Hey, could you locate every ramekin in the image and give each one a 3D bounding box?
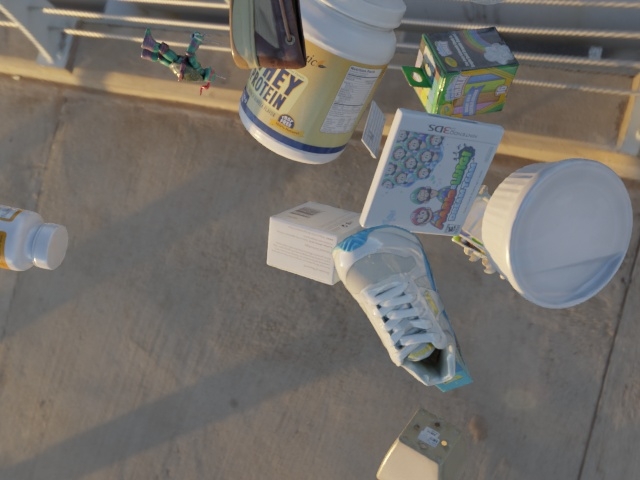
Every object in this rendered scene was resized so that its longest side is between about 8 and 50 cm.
[{"bbox_3d":[0.423,-0.021,1.152,0.272,0.273,0.127,-66,23,5],"label":"ramekin"}]

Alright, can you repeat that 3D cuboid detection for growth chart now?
[{"bbox_3d":[0.394,-0.024,1.470,0.237,0.021,0.172,40,120,-4],"label":"growth chart"}]

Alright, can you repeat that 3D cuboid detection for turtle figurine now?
[{"bbox_3d":[-0.362,-0.488,1.689,0.175,0.234,0.118,134,150,-59],"label":"turtle figurine"}]

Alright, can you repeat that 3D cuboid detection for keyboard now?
[{"bbox_3d":[0.160,-0.332,1.849,0.014,0.256,0.072,-21,120,26],"label":"keyboard"}]

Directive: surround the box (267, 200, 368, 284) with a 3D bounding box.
[{"bbox_3d":[0.000,0.000,1.439,0.182,0.181,0.119,16,113,26],"label":"box"}]

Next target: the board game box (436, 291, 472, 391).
[{"bbox_3d":[0.218,0.166,1.350,0.079,0.336,0.253,-24,59,13],"label":"board game box"}]

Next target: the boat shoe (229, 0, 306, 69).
[{"bbox_3d":[-0.050,-0.398,0.827,0.123,0.123,0.341,7,110,8],"label":"boat shoe"}]

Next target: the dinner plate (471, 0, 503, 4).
[{"bbox_3d":[0.300,-0.479,1.107,0.141,0.141,0.017,-4,49,26],"label":"dinner plate"}]

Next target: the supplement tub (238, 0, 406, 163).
[{"bbox_3d":[0.000,-0.327,1.155,0.228,0.228,0.316,45,127,24],"label":"supplement tub"}]

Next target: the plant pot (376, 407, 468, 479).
[{"bbox_3d":[0.162,0.324,0.953,0.109,0.109,0.096,25,133,27],"label":"plant pot"}]

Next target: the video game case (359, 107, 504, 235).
[{"bbox_3d":[0.136,-0.079,0.774,0.019,0.143,0.157,-115,36,-52],"label":"video game case"}]

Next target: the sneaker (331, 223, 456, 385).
[{"bbox_3d":[0.088,0.069,0.644,0.087,0.228,0.092,-27,46,15],"label":"sneaker"}]

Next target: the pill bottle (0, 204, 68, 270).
[{"bbox_3d":[-0.699,-0.008,1.381,0.246,0.136,0.136,11,89,1],"label":"pill bottle"}]

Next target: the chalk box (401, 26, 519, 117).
[{"bbox_3d":[0.275,-0.344,1.301,0.213,0.132,0.132,-10,55,-10],"label":"chalk box"}]
